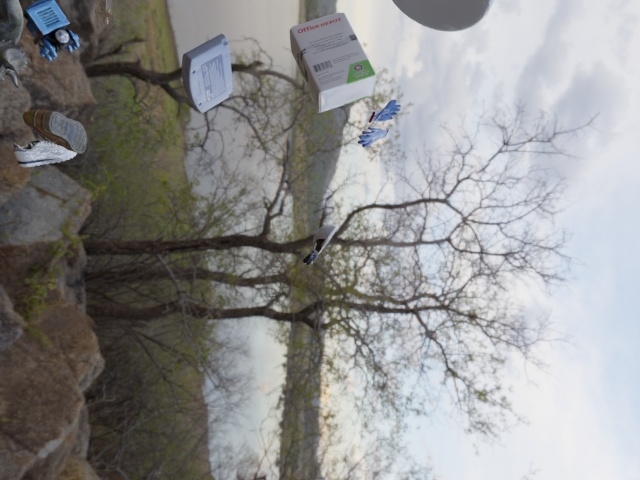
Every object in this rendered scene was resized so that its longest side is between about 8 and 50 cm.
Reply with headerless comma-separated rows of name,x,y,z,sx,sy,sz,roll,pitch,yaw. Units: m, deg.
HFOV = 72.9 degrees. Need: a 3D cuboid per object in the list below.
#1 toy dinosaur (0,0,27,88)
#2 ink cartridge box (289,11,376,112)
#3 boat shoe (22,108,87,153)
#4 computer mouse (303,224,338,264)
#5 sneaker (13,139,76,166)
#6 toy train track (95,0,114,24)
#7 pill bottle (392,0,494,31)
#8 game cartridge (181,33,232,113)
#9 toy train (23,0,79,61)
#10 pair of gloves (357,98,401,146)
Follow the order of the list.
toy dinosaur,-0.765,-0.512,1.011,0.121,0.160,0.314,175,-80,-70
ink cartridge box,0.036,-0.590,1.433,0.115,0.198,0.273,92,-23,-72
boat shoe,-0.982,-0.415,1.620,0.307,0.104,0.111,122,-23,-79
computer mouse,0.000,0.000,1.221,0.106,0.042,0.193,-51,177,-28
sneaker,-1.135,-0.374,1.798,0.235,0.090,0.095,-30,129,-46
toy train track,-0.542,-0.591,1.093,0.014,0.048,0.083,-86,-166,-45
pill bottle,0.269,-0.560,0.694,0.392,0.224,0.224,-60,-178,-7
game cartridge,-0.431,-0.627,1.658,0.196,0.060,0.294,-44,169,-22
toy train,-0.616,-0.476,0.986,0.184,0.080,0.105,21,-38,50
pair of gloves,0.218,-0.432,1.602,0.023,0.159,0.198,49,-40,22
